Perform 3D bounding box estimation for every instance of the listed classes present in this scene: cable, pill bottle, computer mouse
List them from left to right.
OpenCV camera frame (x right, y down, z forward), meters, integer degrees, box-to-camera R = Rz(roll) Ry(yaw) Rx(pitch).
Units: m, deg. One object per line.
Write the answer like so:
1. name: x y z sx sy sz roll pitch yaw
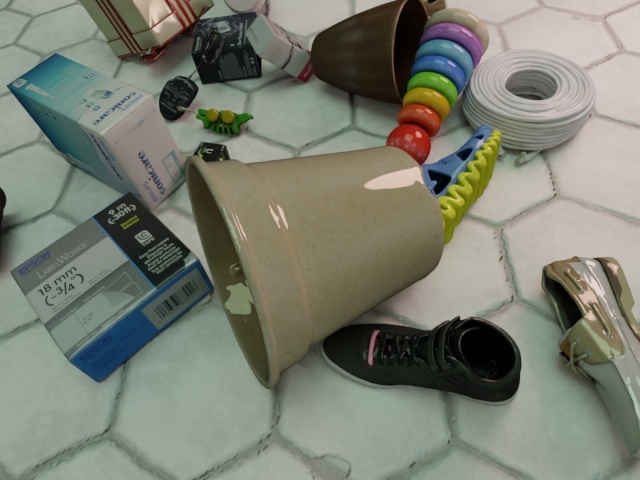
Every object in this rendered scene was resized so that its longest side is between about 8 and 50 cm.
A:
1. computer mouse: -0.304 -0.392 1.081 0.071 0.041 0.242 36 91 0
2. pill bottle: -0.202 -0.682 1.226 0.124 0.124 0.222 -7 32 2
3. cable: 0.428 -0.300 0.948 0.257 0.089 0.257 -25 56 -10

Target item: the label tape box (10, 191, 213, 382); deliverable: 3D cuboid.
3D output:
1. label tape box: -0.391 0.040 0.804 0.240 0.106 0.333 -41 61 -21

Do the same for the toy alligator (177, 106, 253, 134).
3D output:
1. toy alligator: -0.244 -0.272 1.038 0.189 0.056 0.051 9 97 13

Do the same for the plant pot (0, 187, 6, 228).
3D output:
1. plant pot: -0.685 -0.016 0.852 0.166 0.167 0.165 -22 63 -8

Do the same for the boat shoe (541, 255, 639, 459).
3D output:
1. boat shoe: 0.391 0.152 0.636 0.103 0.113 0.302 0 45 8

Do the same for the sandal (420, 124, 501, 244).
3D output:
1. sandal: 0.220 -0.107 0.825 0.138 0.126 0.317 29 62 28

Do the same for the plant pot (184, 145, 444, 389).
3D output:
1. plant pot: 0.000 0.000 0.680 0.305 0.334 0.334 -19 55 -19

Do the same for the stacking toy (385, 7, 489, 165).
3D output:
1. stacking toy: 0.220 -0.297 0.922 0.141 0.141 0.330 22 77 20

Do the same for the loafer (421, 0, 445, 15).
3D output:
1. loafer: 0.266 -0.634 1.223 0.147 0.050 0.056 -15 55 -4

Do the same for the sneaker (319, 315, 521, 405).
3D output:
1. sneaker: 0.138 0.151 0.639 0.295 0.147 0.105 8 59 14

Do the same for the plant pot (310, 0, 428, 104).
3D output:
1. plant pot: 0.101 -0.417 1.017 0.230 0.215 0.215 12 57 30

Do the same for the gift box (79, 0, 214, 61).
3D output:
1. gift box: -0.451 -0.625 1.168 0.276 0.258 0.255 15 57 40

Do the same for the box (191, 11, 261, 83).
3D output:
1. box: -0.234 -0.494 1.162 0.158 0.093 0.156 -6 55 4

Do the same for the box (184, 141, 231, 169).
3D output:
1. box: -0.235 -0.159 0.954 0.062 0.052 0.083 10 56 14

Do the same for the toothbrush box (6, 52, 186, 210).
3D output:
1. toothbrush box: -0.440 -0.219 0.922 0.295 0.216 0.126 28 63 24

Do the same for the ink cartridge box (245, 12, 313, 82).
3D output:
1. ink cartridge box: -0.090 -0.459 1.085 0.063 0.150 0.109 -46 53 26
